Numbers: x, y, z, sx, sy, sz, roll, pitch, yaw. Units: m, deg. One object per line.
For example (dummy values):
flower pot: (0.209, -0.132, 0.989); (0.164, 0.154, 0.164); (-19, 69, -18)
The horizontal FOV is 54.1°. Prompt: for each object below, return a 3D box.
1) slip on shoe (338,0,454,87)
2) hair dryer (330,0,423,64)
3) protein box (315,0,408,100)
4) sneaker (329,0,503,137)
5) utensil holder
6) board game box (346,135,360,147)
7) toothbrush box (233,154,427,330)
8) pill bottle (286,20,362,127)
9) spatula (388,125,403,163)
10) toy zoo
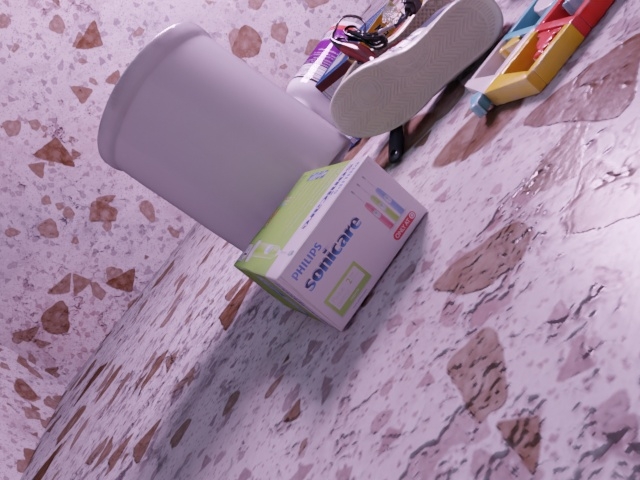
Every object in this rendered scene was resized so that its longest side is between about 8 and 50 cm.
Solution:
slip on shoe: (0.171, -0.407, 1.397); (0.331, 0.123, 0.101); (-46, 7, 4)
hair dryer: (0.112, -0.370, 1.302); (0.223, 0.080, 0.294); (-9, 58, 40)
protein box: (0.123, -0.439, 1.551); (0.200, 0.136, 0.201); (-56, 16, -17)
sneaker: (0.175, -0.309, 1.134); (0.350, 0.131, 0.148); (-29, 11, 28)
utensil holder: (-0.180, -0.179, 1.235); (0.328, 0.385, 0.327); (-54, -3, -4)
board game box: (0.075, -0.248, 1.477); (0.090, 0.020, 0.090); (-32, 25, 51)
toothbrush box: (0.000, 0.000, 0.942); (0.206, 0.122, 0.283); (-54, 15, -11)
pill bottle: (0.027, -0.439, 1.745); (0.323, 0.181, 0.181); (-57, 16, -16)
spatula: (0.152, -0.229, 1.193); (0.084, 0.030, 0.297); (-37, 22, 34)
toy zoo: (0.311, -0.290, 0.873); (0.293, 0.030, 0.192); (-52, 15, 1)
